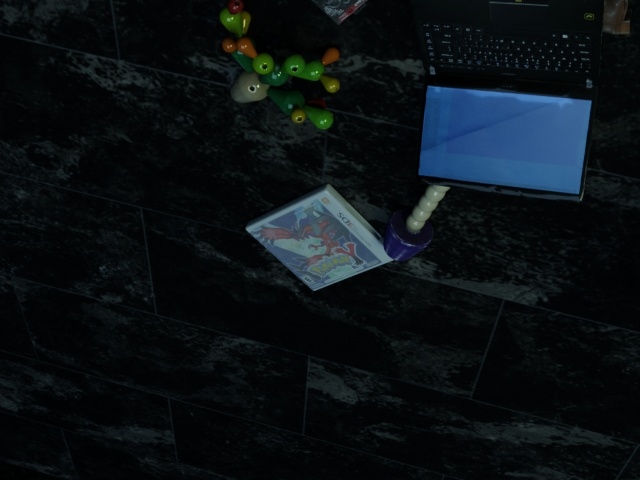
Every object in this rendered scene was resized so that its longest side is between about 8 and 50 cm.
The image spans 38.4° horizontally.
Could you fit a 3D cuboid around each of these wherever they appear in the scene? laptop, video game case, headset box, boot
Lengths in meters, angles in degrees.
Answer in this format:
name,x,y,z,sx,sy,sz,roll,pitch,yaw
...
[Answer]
name,x,y,z,sx,sy,sz,roll,pitch,yaw
laptop,0.227,-0.182,1.167,0.234,0.136,0.264,8,156,18
video game case,0.000,0.000,1.575,0.201,0.023,0.183,-23,124,40
headset box,0.022,-0.324,1.188,0.083,0.032,0.062,37,139,-20
boot,0.313,-0.287,1.105,0.114,0.037,0.106,5,140,24

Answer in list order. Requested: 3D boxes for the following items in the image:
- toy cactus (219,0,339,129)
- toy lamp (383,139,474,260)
name,x,y,z,sx,sy,sz,roll,pitch,yaw
toy cactus,-0.072,-0.241,1.293,0.219,0.112,0.180,36,157,-22
toy lamp,0.166,-0.061,1.392,0.080,0.080,0.274,23,141,-3
